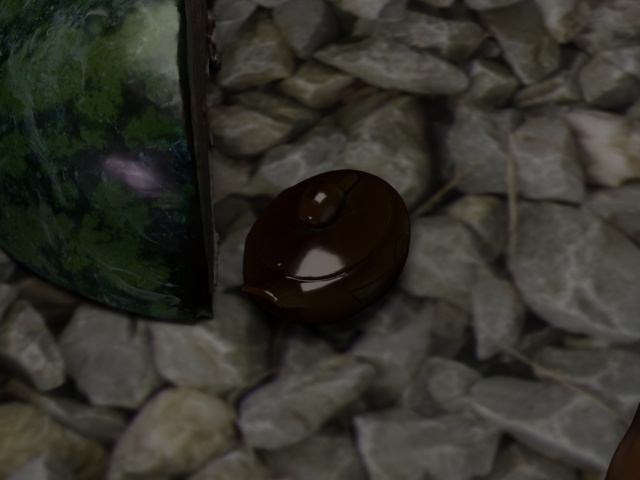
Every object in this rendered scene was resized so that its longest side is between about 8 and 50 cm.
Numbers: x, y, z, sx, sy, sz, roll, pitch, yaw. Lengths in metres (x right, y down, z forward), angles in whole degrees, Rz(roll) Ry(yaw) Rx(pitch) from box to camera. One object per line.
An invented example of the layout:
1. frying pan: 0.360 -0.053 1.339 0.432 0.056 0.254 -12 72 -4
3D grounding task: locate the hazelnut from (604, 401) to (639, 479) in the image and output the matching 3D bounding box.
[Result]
1. hazelnut: 0.293 0.139 0.708 0.372 0.372 0.315 -7 9 0

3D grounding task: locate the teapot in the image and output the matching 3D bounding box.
1. teapot: 0.000 0.000 1.046 0.098 0.078 0.129 25 54 27

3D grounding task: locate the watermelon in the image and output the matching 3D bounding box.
1. watermelon: -0.133 -0.092 1.118 0.224 0.180 0.305 -39 40 33
